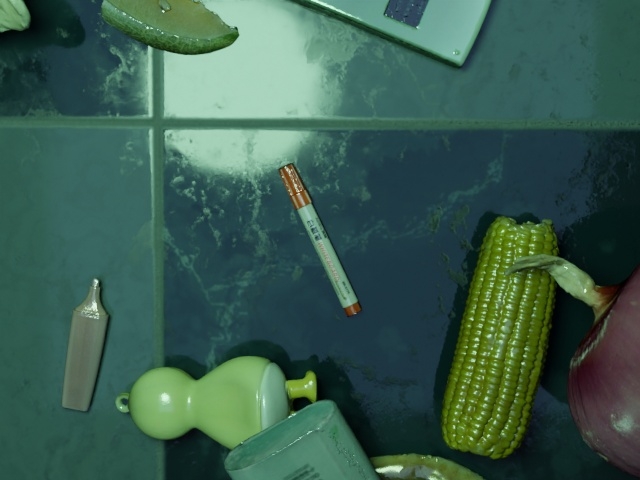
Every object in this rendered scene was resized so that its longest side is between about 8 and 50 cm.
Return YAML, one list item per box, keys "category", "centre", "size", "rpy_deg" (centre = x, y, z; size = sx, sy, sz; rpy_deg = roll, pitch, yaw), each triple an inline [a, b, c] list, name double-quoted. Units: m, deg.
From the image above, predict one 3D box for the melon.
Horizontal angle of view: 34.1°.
- category: "melon"
  centre: [-0.213, -0.312, 1.480]
  size: [0.182, 0.054, 0.098]
  rpy_deg: [34, 80, -2]

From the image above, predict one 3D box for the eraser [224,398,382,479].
- category: "eraser"
  centre: [-0.001, 0.348, 1.418]
  size: [0.174, 0.081, 0.227]
  rpy_deg: [-30, 109, -1]

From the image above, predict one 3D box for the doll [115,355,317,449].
- category: "doll"
  centre: [-0.149, 0.232, 1.494]
  size: [0.296, 0.117, 0.141]
  rpy_deg: [2, 102, 14]

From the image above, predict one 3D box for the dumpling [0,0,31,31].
- category: "dumpling"
  centre: [-0.528, -0.376, 1.378]
  size: [0.318, 0.187, 0.243]
  rpy_deg: [5, 138, 18]

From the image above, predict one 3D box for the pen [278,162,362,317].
- category: "pen"
  centre: [0.000, 0.000, 1.505]
  size: [0.028, 0.028, 0.239]
  rpy_deg: [-25, 95, 3]

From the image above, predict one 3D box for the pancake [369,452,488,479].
- category: "pancake"
  centre: [0.137, 0.491, 1.524]
  size: [0.382, 0.071, 0.382]
  rpy_deg: [0, 94, 2]

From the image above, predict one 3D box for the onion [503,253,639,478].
- category: "onion"
  centre: [0.463, 0.118, 1.350]
  size: [0.358, 0.358, 0.345]
  rpy_deg: [-28, 77, 3]

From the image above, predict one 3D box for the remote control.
- category: "remote control"
  centre: [0.068, -0.369, 1.460]
  size: [0.344, 0.050, 0.145]
  rpy_deg: [23, 95, -1]

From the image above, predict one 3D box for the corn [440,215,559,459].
- category: "corn"
  centre: [0.255, 0.133, 1.464]
  size: [0.131, 0.131, 0.345]
  rpy_deg: [10, 94, 0]

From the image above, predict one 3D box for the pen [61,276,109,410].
- category: "pen"
  centre: [-0.343, 0.150, 1.523]
  size: [0.053, 0.032, 0.197]
  rpy_deg: [12, 98, 1]
